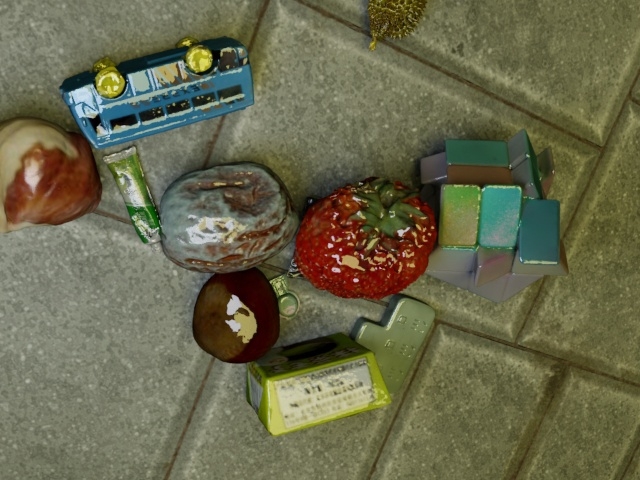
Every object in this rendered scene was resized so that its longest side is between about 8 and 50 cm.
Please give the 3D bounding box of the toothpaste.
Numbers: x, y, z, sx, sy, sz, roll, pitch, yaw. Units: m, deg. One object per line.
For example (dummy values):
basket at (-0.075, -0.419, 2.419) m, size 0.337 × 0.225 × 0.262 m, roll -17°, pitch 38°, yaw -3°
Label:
toothpaste at (-0.406, -0.084, 1.543) m, size 0.078 × 0.047 × 0.248 m, roll -22°, pitch 109°, yaw -14°

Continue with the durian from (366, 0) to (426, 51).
durian at (0.170, -0.527, 1.577) m, size 0.146 × 0.102 × 0.208 m, roll 30°, pitch 96°, yaw -39°

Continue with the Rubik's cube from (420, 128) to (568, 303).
Rubik's cube at (0.403, -0.058, 1.673) m, size 0.387 × 0.358 × 0.368 m, roll 22°, pitch 139°, yaw -22°

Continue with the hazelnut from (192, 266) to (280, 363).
hazelnut at (-0.188, 0.165, 1.605) m, size 0.229 × 0.229 × 0.230 m, roll -5°, pitch 106°, yaw -17°

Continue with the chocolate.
chocolate at (-0.022, 0.334, 1.662) m, size 0.300 × 0.288 × 0.137 m, roll -13°, pitch 97°, yaw -15°

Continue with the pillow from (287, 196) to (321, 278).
pillow at (0.000, 0.000, 1.698) m, size 0.141 × 0.055 × 0.208 m, roll 7°, pitch 103°, yaw -30°

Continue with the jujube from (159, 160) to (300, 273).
jujube at (-0.199, -0.050, 1.525) m, size 0.307 × 0.247 × 0.215 m, roll -2°, pitch 146°, yaw -12°

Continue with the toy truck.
toy truck at (-0.336, -0.318, 1.442) m, size 0.384 × 0.161 × 0.162 m, roll -19°, pitch 119°, yaw -14°

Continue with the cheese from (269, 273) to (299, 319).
cheese at (-0.090, 0.145, 1.721) m, size 0.067 × 0.026 × 0.121 m, roll -25°, pitch 111°, yaw -11°

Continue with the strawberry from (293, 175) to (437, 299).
strawberry at (0.091, 0.016, 1.590) m, size 0.311 × 0.267 × 0.351 m, roll 2°, pitch 147°, yaw -8°

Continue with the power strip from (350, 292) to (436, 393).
power strip at (0.174, 0.266, 1.826) m, size 0.193 × 0.059 × 0.265 m, roll 21°, pitch 98°, yaw -23°

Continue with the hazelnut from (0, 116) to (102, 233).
hazelnut at (-0.572, -0.121, 1.369) m, size 0.261 × 0.261 × 0.241 m, roll 17°, pitch 78°, yaw -22°
